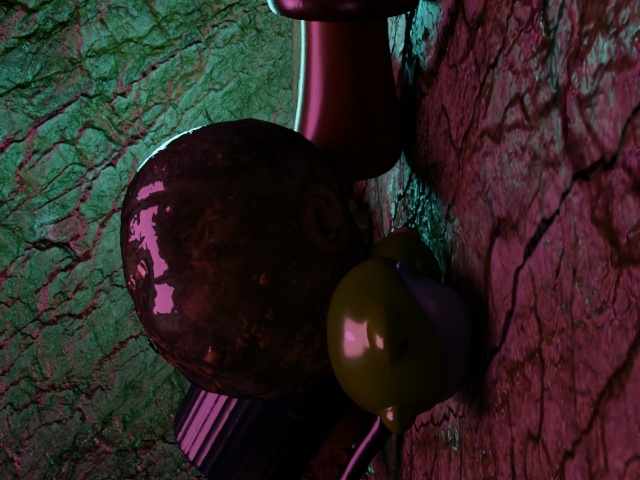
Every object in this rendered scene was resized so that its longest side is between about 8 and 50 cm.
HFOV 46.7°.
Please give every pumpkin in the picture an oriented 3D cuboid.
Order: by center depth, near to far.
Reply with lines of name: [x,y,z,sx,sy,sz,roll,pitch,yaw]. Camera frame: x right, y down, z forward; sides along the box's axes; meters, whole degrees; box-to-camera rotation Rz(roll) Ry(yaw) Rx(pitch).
pumpkin: [-0.089,0.029,0.892,0.257,0.291,0.328,-23,70,34]

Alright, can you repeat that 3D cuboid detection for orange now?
orange: [0.029,0.297,1.295,0.135,0.117,0.136,158,90,-86]

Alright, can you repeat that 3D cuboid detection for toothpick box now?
toothpick box: [0.035,-0.236,0.962,0.192,0.192,0.295,-101,6,-60]

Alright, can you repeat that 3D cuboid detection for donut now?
donut: [0.030,0.454,1.383,0.187,0.144,0.126,49,177,2]

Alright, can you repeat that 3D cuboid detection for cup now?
cup: [-0.045,0.237,1.161,0.292,0.307,0.242,-59,-1,13]

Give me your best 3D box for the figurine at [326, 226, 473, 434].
figurine: [0.082,0.079,0.776,0.263,0.143,0.162,-77,-15,-63]

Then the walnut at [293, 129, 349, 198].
walnut: [-0.050,-0.119,1.564,0.224,0.256,0.257,-50,-27,-45]

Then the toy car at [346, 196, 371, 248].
toy car: [0.000,0.000,1.381,0.235,0.145,0.235,177,90,-82]
